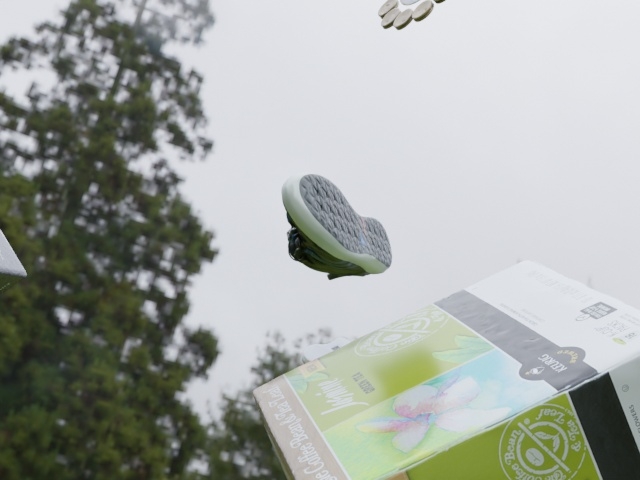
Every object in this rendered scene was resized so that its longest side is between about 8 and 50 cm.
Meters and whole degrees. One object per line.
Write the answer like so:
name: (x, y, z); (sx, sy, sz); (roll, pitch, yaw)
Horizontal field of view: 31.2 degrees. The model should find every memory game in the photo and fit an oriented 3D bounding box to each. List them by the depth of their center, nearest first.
memory game: (0.156, -0.377, 1.672); (0.012, 0.186, 0.186); (41, -34, -26)

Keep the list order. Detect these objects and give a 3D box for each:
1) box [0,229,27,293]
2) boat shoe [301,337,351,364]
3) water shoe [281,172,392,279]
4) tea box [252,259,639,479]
box: (-0.388, 0.023, 1.042); (0.153, 0.108, 0.207); (-33, -7, 1)
boat shoe: (0.006, 0.159, 1.552); (0.035, 0.035, 0.100); (41, 29, 21)
water shoe: (0.000, 0.000, 1.085); (0.080, 0.072, 0.203); (-19, -26, 20)
tea box: (0.143, 0.200, 1.013); (0.220, 0.324, 0.329); (66, -8, -12)
